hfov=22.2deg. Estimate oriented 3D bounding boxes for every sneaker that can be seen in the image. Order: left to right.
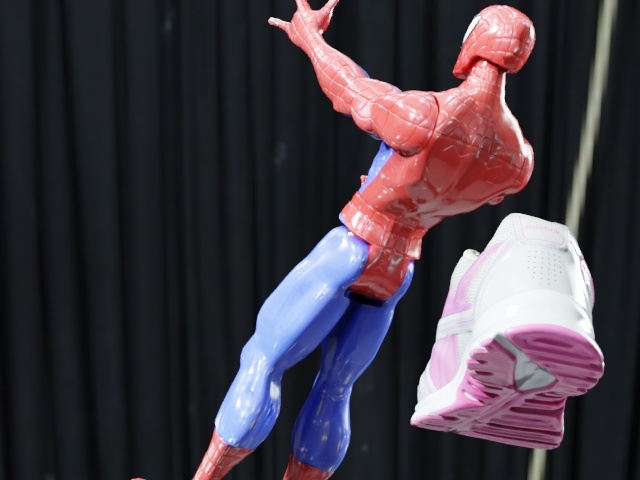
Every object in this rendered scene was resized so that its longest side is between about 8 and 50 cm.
[{"bbox_3d":[0.128,0.064,1.083,0.103,0.111,0.252,12,-25,-7],"label":"sneaker"}]

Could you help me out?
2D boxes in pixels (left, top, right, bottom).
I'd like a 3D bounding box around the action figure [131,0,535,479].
[{"bbox_3d":[0.000,0.000,0.753,0.091,0.280,0.139,21,21,-36],"label":"action figure"}]
